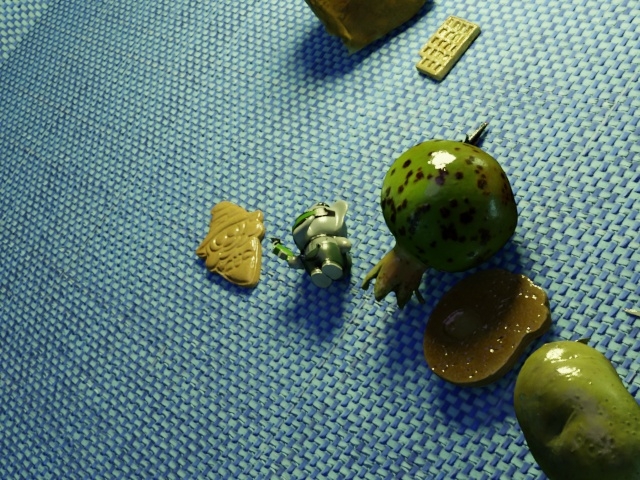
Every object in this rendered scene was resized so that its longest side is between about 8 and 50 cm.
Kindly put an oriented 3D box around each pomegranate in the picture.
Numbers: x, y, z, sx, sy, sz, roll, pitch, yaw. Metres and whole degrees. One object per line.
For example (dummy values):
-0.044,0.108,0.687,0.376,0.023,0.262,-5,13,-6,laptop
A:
0.200,-0.017,1.677,0.231,0.231,0.285,16,93,43,pomegranate

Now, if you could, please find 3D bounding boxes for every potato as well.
0.358,0.251,1.404,0.248,0.143,0.169,58,139,41,potato

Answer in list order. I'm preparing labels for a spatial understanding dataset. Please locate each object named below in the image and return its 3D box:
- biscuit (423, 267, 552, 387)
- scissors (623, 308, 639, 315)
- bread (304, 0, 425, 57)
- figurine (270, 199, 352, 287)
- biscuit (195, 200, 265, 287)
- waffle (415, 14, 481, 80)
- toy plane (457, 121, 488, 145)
0.256,0.139,1.623,0.208,0.049,0.181,-50,44,-4,biscuit
0.477,0.110,1.507,0.083,0.006,0.036,13,71,42,scissors
0.063,-0.568,2.129,0.250,0.279,0.225,-35,31,10,bread
0.000,0.000,1.873,0.147,0.126,0.192,-46,28,28,figurine
-0.173,0.006,2.063,0.162,0.035,0.250,-42,45,12,biscuit
0.242,-0.376,2.024,0.135,0.021,0.092,-50,45,-4,waffle
0.236,-0.146,1.834,0.130,0.061,0.189,36,82,23,toy plane
